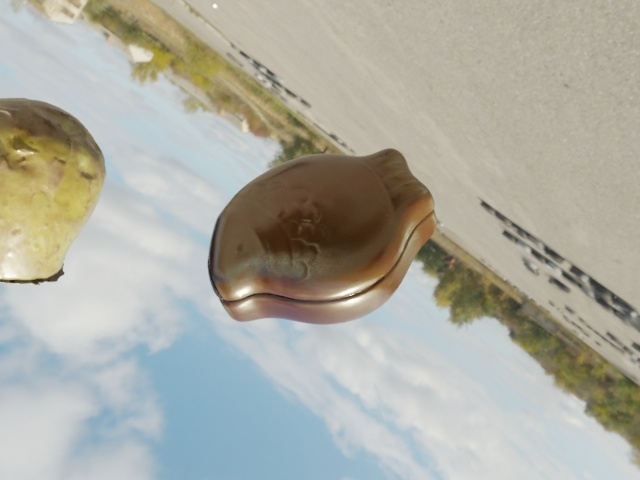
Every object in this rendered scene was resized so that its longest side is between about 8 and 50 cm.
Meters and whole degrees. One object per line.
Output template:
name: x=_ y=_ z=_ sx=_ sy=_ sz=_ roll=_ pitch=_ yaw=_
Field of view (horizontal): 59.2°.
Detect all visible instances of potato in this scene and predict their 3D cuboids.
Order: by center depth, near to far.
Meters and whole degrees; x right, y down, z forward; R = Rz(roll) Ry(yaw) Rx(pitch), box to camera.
potato: x=-0.496 y=-0.109 z=0.876 sx=0.301 sy=0.237 sz=0.288 roll=39 pitch=-156 yaw=28

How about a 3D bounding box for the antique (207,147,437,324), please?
antique: x=0.000 y=0.000 z=0.686 sx=0.223 sy=0.278 sz=0.129 roll=56 pitch=171 yaw=39
